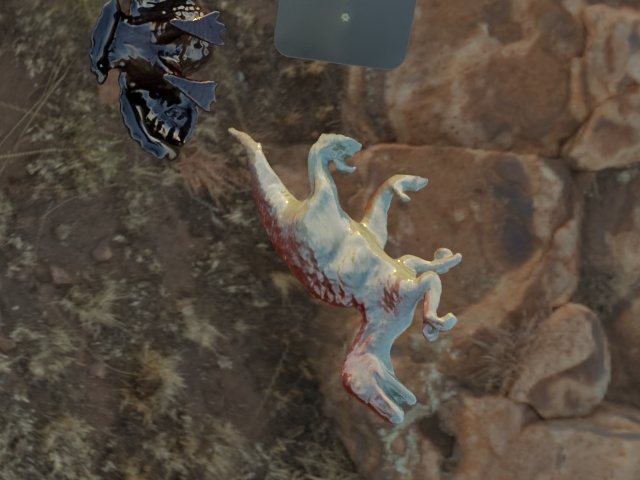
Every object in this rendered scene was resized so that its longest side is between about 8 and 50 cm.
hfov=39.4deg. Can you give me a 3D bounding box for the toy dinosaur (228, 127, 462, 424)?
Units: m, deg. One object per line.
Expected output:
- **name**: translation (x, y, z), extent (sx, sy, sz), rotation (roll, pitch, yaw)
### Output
- **toy dinosaur**: translation (0.000, 0.000, 0.645), extent (0.242, 0.053, 0.167), rotation (31, 78, 20)

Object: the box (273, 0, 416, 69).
- **box**: translation (0.022, -0.210, 0.827), extent (0.126, 0.031, 0.091), rotation (6, 117, -4)

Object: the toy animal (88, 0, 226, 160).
- **toy animal**: translation (-0.152, -0.189, 0.828), extent (0.116, 0.179, 0.218), rotation (0, 106, -12)
